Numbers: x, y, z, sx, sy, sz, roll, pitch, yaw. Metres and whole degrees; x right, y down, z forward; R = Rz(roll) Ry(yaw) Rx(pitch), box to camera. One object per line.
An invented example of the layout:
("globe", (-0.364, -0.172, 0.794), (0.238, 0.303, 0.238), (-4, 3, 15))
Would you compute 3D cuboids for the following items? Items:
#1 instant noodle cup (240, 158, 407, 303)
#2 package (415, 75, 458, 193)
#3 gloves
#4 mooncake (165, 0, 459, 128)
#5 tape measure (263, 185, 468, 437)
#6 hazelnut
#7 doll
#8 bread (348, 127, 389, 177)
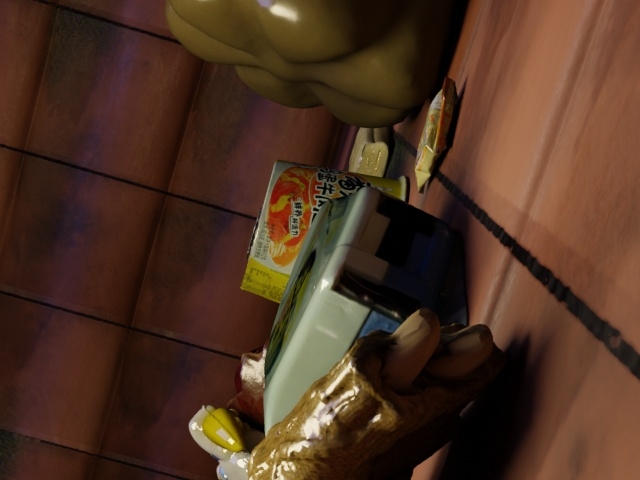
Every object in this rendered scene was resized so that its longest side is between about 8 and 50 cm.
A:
("instant noodle cup", (0.000, 0.000, 1.431), (0.264, 0.200, 0.264), (-164, 90, -87))
("package", (0.144, -0.131, 1.189), (0.120, 0.031, 0.108), (102, -178, -66))
("gloves", (0.021, 0.197, 0.698), (0.203, 0.155, 0.356), (-90, 19, -61))
("mooncake", (-0.017, -0.359, 1.420), (0.467, 0.467, 0.262), (147, 142, -84))
("tape measure", (0.036, 0.075, 0.967), (0.262, 0.138, 0.259), (-78, 12, -50))
("hazelnut", (-0.063, 0.235, 1.606), (0.201, 0.160, 0.170), (-65, -15, 2))
("doll", (-0.110, 0.363, 1.516), (0.111, 0.252, 0.237), (-40, -16, -18))
("bread", (0.089, -0.148, 1.771), (0.178, 0.060, 0.139), (-86, 12, -70))
